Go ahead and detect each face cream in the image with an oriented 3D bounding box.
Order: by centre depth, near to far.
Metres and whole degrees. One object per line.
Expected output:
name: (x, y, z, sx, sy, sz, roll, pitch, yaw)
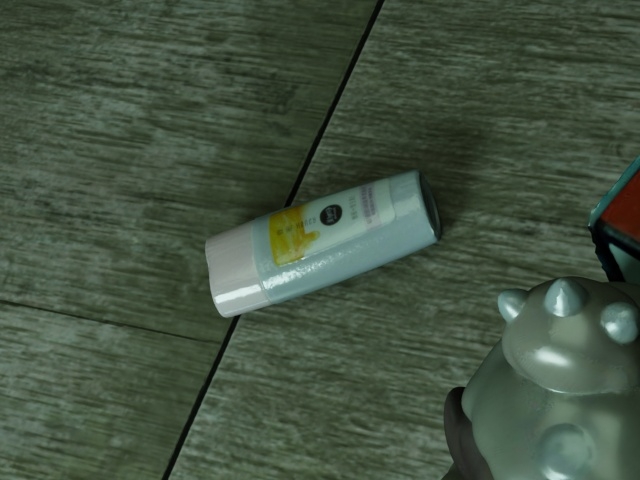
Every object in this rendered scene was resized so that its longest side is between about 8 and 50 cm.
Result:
face cream: (0.000, 0.000, 1.498, 0.198, 0.057, 0.084, -19, 53, 12)

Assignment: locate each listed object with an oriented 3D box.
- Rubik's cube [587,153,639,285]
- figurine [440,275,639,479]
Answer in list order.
Rubik's cube: (0.388, 0.014, 1.165, 0.283, 0.288, 0.293, -48, 54, -8)
figurine: (0.172, 0.164, 1.112, 0.248, 0.380, 0.203, 44, 61, 10)
